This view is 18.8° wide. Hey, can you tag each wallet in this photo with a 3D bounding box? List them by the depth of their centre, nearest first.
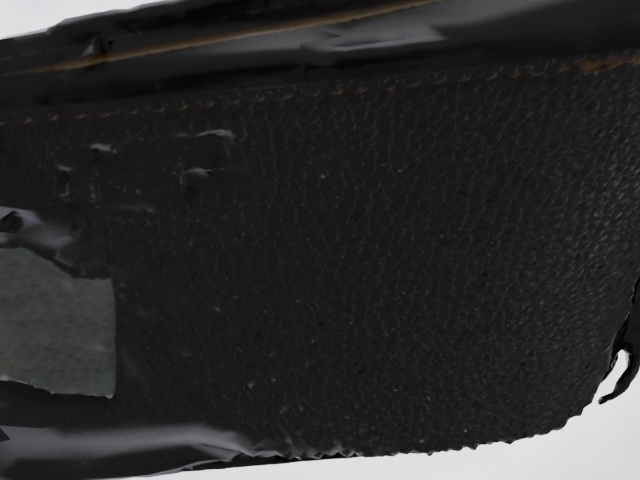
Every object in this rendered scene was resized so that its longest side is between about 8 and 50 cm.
[{"bbox_3d":[0.000,0.000,0.640,0.262,0.071,0.221,-9,-33,-9],"label":"wallet"}]
